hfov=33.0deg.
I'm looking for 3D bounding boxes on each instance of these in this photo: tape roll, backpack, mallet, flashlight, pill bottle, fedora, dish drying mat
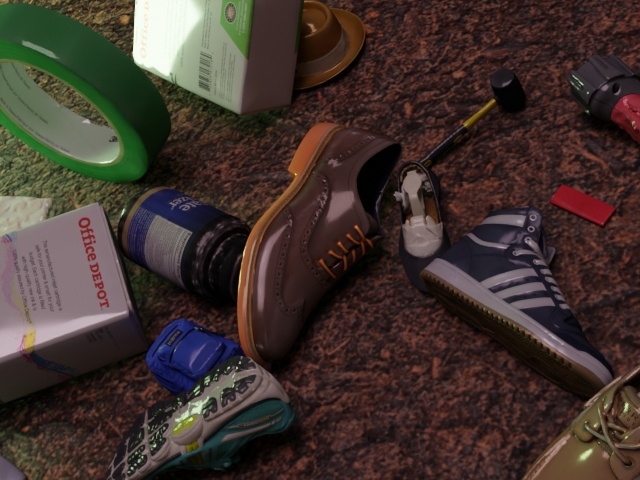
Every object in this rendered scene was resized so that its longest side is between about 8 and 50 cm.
[{"bbox_3d":[-0.383,-0.216,1.629,0.321,0.321,0.077,11,60,29],"label":"tape roll"},{"bbox_3d":[-0.165,0.152,1.404,0.120,0.101,0.098,22,59,38],"label":"backpack"},{"bbox_3d":[0.206,-0.169,1.516,0.189,0.062,0.039,-36,48,-6],"label":"mallet"},{"bbox_3d":[0.422,-0.127,1.369,0.103,0.103,0.304,-33,50,0],"label":"flashlight"},{"bbox_3d":[-0.169,0.010,1.498,0.219,0.123,0.123,23,66,34],"label":"pill bottle"},{"bbox_3d":[-0.028,-0.329,1.726,0.194,0.079,0.194,-12,51,15],"label":"fedora"},{"bbox_3d":[0.340,-0.045,1.402,0.083,0.008,0.032,30,71,36],"label":"dish drying mat"}]

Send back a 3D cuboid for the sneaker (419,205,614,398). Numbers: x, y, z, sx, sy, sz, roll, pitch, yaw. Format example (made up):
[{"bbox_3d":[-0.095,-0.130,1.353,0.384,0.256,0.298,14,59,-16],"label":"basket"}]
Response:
[{"bbox_3d":[0.266,0.061,1.293,0.153,0.099,0.282,-44,50,-14],"label":"sneaker"}]

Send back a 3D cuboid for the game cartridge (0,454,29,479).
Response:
[{"bbox_3d":[-0.540,0.327,1.392,0.297,0.062,0.198,17,50,9],"label":"game cartridge"}]

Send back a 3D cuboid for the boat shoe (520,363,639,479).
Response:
[{"bbox_3d":[0.328,0.200,1.151,0.341,0.110,0.121,-39,50,-9],"label":"boat shoe"}]

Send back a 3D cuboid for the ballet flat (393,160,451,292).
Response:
[{"bbox_3d":[0.131,-0.026,1.434,0.074,0.074,0.203,-12,51,14],"label":"ballet flat"}]

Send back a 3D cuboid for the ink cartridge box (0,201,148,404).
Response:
[{"bbox_3d":[-0.399,0.094,1.494,0.278,0.117,0.201,-20,57,-5],"label":"ink cartridge box"}]

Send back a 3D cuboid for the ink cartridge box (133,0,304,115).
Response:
[{"bbox_3d":[-0.165,-0.336,1.696,0.273,0.198,0.114,29,33,36],"label":"ink cartridge box"}]

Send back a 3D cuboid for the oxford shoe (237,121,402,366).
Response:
[{"bbox_3d":[0.000,0.000,1.415,0.132,0.130,0.364,8,66,31],"label":"oxford shoe"}]

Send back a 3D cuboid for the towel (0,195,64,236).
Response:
[{"bbox_3d":[-0.581,0.075,1.668,0.317,0.053,0.332,0,56,22],"label":"towel"}]

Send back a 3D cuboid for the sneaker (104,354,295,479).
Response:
[{"bbox_3d":[-0.154,0.251,1.321,0.275,0.110,0.107,-31,29,21],"label":"sneaker"}]
